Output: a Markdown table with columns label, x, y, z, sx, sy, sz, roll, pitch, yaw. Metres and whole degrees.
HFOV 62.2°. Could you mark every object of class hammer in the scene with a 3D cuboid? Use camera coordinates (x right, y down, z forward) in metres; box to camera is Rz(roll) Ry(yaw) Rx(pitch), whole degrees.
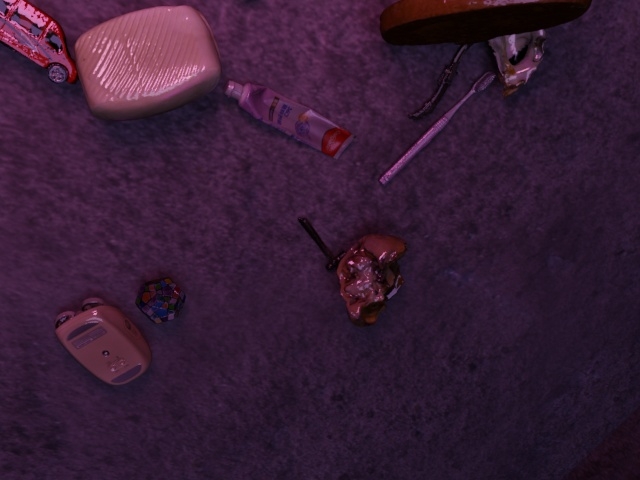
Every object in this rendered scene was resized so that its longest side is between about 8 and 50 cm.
| label | x | y | z | sx | sy | sz | roll | pitch | yaw |
| --- | --- | --- | --- | --- | --- | --- | --- | --- | --- |
| hammer | 0.000 | 0.000 | 1.292 | 0.065 | 0.021 | 0.178 | -36 | 121 | 3 |

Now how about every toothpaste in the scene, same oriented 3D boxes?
| label | x | y | z | sx | sy | sz | roll | pitch | yaw |
| --- | --- | --- | --- | --- | --- | --- | --- | --- | --- |
| toothpaste | -0.062 | -0.253 | 1.106 | 0.301 | 0.048 | 0.075 | 20 | 107 | -30 |

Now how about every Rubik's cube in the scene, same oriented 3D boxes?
| label | x | y | z | sx | sy | sz | roll | pitch | yaw |
| --- | --- | --- | --- | --- | --- | --- | --- | --- | --- |
| Rubik's cube | -0.360 | 0.134 | 1.197 | 0.093 | 0.111 | 0.111 | -44 | 127 | -22 |

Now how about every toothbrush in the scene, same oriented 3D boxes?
| label | x | y | z | sx | sy | sz | roll | pitch | yaw |
| --- | --- | --- | --- | --- | --- | --- | --- | --- | --- |
| toothbrush | 0.267 | -0.256 | 1.227 | 0.354 | 0.029 | 0.024 | -44 | 110 | 10 |

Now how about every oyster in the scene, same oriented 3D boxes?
| label | x | y | z | sx | sy | sz | roll | pitch | yaw |
| --- | --- | --- | --- | --- | --- | --- | --- | --- | --- |
| oyster | 0.428 | -0.436 | 1.163 | 0.133 | 0.072 | 0.209 | -25 | 105 | 3 |

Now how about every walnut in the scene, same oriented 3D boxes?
| label | x | y | z | sx | sy | sz | roll | pitch | yaw |
| --- | --- | --- | --- | --- | --- | --- | --- | --- | --- |
| walnut | 0.123 | 0.087 | 1.309 | 0.204 | 0.141 | 0.238 | 1 | 116 | -62 |

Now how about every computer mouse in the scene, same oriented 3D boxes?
| label | x | y | z | sx | sy | sz | roll | pitch | yaw |
| --- | --- | --- | --- | --- | --- | --- | --- | --- | --- |
| computer mouse | -0.491 | 0.234 | 1.216 | 0.145 | 0.082 | 0.236 | -31 | 122 | 1 |

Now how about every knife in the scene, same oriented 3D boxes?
| label | x | y | z | sx | sy | sz | roll | pitch | yaw |
| --- | --- | --- | --- | --- | --- | --- | --- | --- | --- |
| knife | 0.280 | -0.355 | 1.179 | 0.046 | 0.021 | 0.222 | 29 | 107 | -28 |

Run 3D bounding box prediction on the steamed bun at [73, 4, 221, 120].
| label | x | y | z | sx | sy | sz | roll | pitch | yaw |
| --- | --- | --- | --- | --- | --- | --- | --- | --- | --- |
| steamed bun | -0.296 | -0.300 | 0.934 | 0.239 | 0.152 | 0.169 | -19 | 85 | -8 |

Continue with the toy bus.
| label | x | y | z | sx | sy | sz | roll | pitch | yaw |
| --- | --- | --- | --- | --- | --- | --- | --- | --- | --- |
| toy bus | -0.486 | -0.344 | 0.885 | 0.195 | 0.081 | 0.089 | 33 | 95 | -31 |

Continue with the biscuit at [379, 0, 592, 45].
| label | x | y | z | sx | sy | sz | roll | pitch | yaw |
| --- | --- | --- | --- | --- | --- | --- | --- | --- | --- |
| biscuit | 0.297 | -0.424 | 0.989 | 0.368 | 0.314 | 0.063 | -3 | 101 | 14 |
